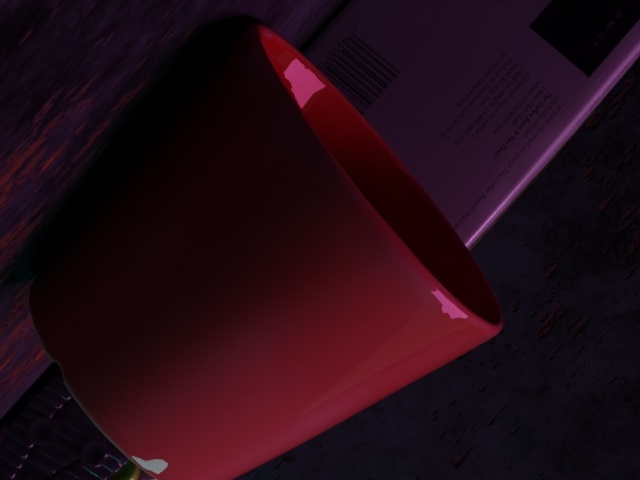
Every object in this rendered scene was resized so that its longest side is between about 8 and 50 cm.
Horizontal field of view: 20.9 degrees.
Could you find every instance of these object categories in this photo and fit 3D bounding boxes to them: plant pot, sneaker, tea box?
[{"bbox_3d":[-0.049,0.028,1.200,0.243,0.275,0.275,-39,178,10],"label":"plant pot"},{"bbox_3d":[-0.271,0.211,1.611,0.319,0.112,0.131,-46,-168,-8],"label":"sneaker"},{"bbox_3d":[0.133,-0.147,1.607,0.329,0.220,0.323,-48,175,-9],"label":"tea box"}]

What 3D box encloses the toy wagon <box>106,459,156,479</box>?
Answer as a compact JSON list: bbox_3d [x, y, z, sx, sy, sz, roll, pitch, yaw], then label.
[{"bbox_3d":[-0.308,0.400,2.237,0.344,0.068,0.267,-32,149,-7],"label":"toy wagon"}]
